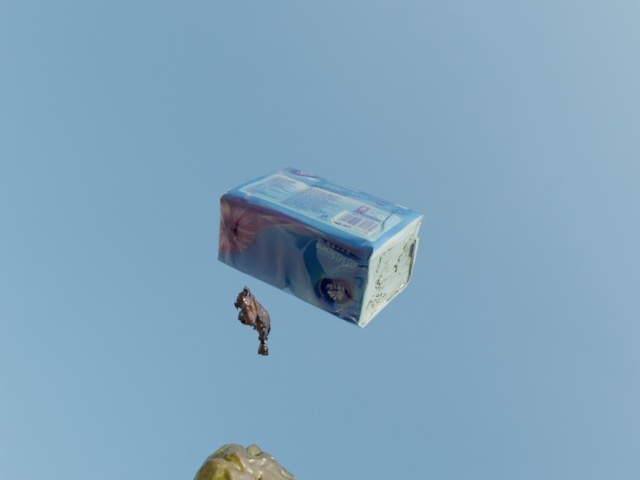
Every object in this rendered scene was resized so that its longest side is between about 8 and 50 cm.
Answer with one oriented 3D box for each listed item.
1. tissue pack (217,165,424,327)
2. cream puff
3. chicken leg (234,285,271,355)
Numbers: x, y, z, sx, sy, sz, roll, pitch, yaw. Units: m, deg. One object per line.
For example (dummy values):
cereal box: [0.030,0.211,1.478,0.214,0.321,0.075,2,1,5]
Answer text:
tissue pack: [0.000,0.000,0.956,0.264,0.198,0.146,21,-61,24]
cream puff: [-0.131,0.461,1.028,0.244,0.244,0.196,42,-97,10]
chicken leg: [-0.063,0.077,0.604,0.021,0.036,0.083,-3,-49,17]
